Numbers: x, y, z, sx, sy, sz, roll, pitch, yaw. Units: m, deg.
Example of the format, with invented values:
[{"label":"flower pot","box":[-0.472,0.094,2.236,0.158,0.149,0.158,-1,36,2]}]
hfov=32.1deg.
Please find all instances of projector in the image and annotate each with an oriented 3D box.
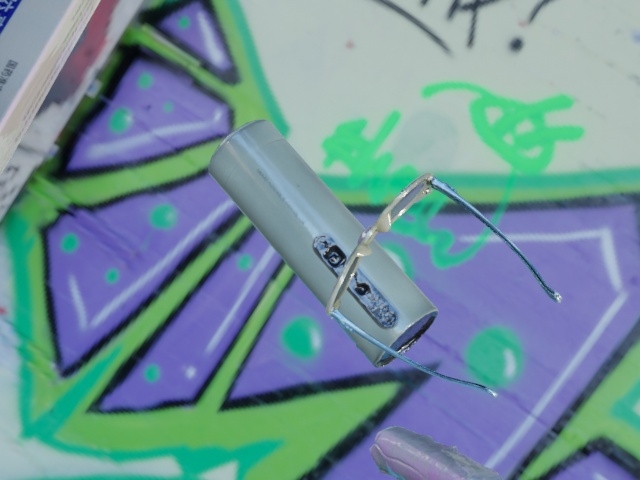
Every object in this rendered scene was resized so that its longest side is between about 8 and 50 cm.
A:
[{"label":"projector","box":[0.000,0.000,1.388,0.337,0.108,0.108,49,11,15]}]

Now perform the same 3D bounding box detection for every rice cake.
[{"label":"rice cake","box":[0.108,0.216,1.038,0.049,0.055,0.270,52,-12,-11]}]

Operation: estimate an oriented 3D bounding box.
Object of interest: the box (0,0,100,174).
[{"label":"box","box":[-0.307,-0.214,0.971,0.200,0.343,0.065,18,-30,3]}]

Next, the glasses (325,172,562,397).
[{"label":"glasses","box":[0.120,0.040,1.135,0.220,0.189,0.088,32,-10,34]}]
